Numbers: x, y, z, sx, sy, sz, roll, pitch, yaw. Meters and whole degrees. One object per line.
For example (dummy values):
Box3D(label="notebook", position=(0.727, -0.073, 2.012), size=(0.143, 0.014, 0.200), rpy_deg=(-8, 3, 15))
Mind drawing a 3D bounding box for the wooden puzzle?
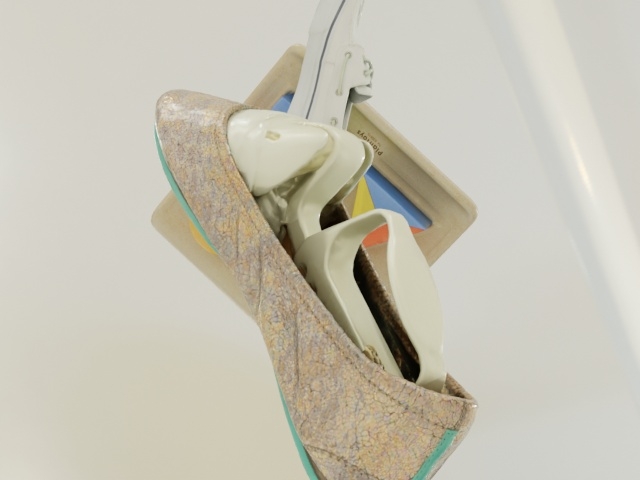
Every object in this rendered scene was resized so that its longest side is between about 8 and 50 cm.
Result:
Box3D(label="wooden puzzle", position=(-0.024, -0.024, 1.463), size=(0.322, 0.080, 0.348), rpy_deg=(43, -65, 2))

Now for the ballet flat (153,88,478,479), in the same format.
Box3D(label="ballet flat", position=(0.000, 0.000, 0.653), size=(0.107, 0.316, 0.106), rpy_deg=(7, -46, -47))

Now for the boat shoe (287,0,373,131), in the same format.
Box3D(label="boat shoe", position=(0.019, -0.161, 1.150), size=(0.076, 0.226, 0.083), rpy_deg=(17, 2, 9))
